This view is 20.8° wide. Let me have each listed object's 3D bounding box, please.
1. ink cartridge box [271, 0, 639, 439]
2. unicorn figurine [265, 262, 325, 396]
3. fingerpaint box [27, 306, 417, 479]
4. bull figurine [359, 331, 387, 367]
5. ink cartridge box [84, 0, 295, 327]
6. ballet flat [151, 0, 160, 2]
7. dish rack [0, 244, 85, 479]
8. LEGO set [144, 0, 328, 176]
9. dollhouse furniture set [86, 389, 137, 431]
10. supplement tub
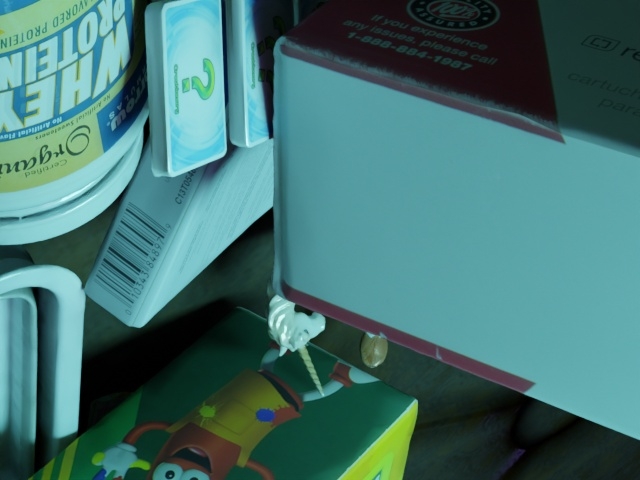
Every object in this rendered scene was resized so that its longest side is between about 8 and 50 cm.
[{"bbox_3d":[0.191,-0.085,0.901,0.384,0.279,0.160,-43,143,-44],"label":"ink cartridge box"},{"bbox_3d":[0.000,0.000,1.140,0.111,0.060,0.162,-50,149,-50],"label":"unicorn figurine"},{"bbox_3d":[-0.125,0.328,1.184,0.371,0.163,0.445,-40,148,-44],"label":"fingerpaint box"},{"bbox_3d":[0.133,-0.001,1.195,0.188,0.101,0.310,-1,156,-18],"label":"bull figurine"},{"bbox_3d":[-0.030,-0.084,0.998,0.224,0.045,0.223,-43,164,-52],"label":"ink cartridge box"},{"bbox_3d":[-0.017,-0.182,0.891,0.250,0.058,0.084,-26,150,-22],"label":"ballet flat"},{"bbox_3d":[-0.281,0.136,1.030,0.285,0.072,0.333,-22,148,-26],"label":"dish rack"},{"bbox_3d":[-0.014,-0.163,0.788,0.182,0.060,0.244,-27,120,-58],"label":"LEGO set"},{"bbox_3d":[-0.151,0.160,1.267,0.076,0.058,0.152,-5,118,-36],"label":"dollhouse furniture set"},{"bbox_3d":[-0.147,-0.103,0.761,0.144,0.144,0.200,-29,150,-17],"label":"supplement tub"}]
